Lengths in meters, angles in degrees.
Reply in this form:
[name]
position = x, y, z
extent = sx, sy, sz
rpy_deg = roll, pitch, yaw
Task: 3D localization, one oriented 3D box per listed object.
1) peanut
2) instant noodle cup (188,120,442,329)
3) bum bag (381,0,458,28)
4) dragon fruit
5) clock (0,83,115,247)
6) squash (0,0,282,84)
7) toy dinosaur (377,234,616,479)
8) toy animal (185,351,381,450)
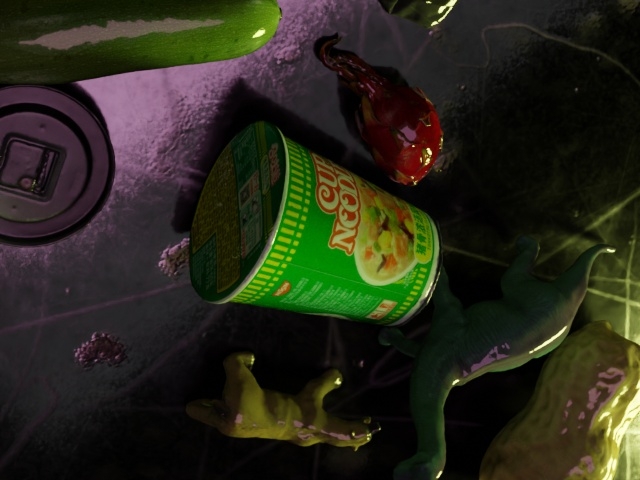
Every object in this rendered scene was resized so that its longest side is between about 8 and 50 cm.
[peanut]
position = 0.325, 0.250, 1.491
extent = 0.143, 0.159, 0.291
rpy_deg = 16, 110, -48
[instant noodle cup]
position = 0.000, 0.000, 1.288
extent = 0.232, 0.207, 0.207
rpy_deg = 18, 107, -30
[bum bag]
position = 0.149, -0.311, 1.256
extent = 0.197, 0.049, 0.087
rpy_deg = -43, 112, 12
[dragon fruit]
position = 0.073, -0.149, 1.291
extent = 0.094, 0.094, 0.190
rpy_deg = -34, 105, 1
[clock]
position = -0.313, -0.083, 1.238
extent = 0.184, 0.040, 0.185
rpy_deg = -6, 114, -13
[squash]
position = -0.223, -0.214, 1.175
extent = 0.378, 0.101, 0.101
rpy_deg = -7, 114, -10
[toy dinosaur]
position = 0.226, 0.129, 1.312
extent = 0.383, 0.331, 0.129
rpy_deg = -17, 118, -6
[toy animal]
position = -0.044, 0.209, 1.402
extent = 0.218, 0.101, 0.103
rpy_deg = 14, 107, -20
